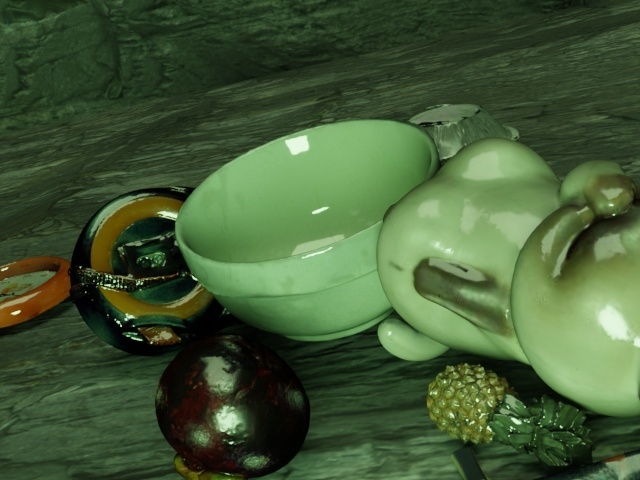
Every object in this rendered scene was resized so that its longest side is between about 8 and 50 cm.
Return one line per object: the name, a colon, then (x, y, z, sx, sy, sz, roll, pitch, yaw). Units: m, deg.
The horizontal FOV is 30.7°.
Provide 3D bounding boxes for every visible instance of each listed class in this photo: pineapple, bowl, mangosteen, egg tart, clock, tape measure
pineapple: (0.166, 0.157, 1.006, 0.074, 0.074, 0.159, -26, 27, -32)
bowl: (0.000, 0.000, 1.310, 0.307, 0.163, 0.307, -13, 28, 7)
mangosteen: (-0.086, 0.164, 1.078, 0.152, 0.153, 0.152, -13, 18, 4)
egg tart: (0.210, -0.167, 1.906, 0.234, 0.094, 0.234, -12, 16, 3)
clock: (-0.458, 0.082, 1.728, 0.205, 0.051, 0.205, -13, 19, 5)
tape measure: (-0.194, 0.036, 1.417, 0.222, 0.202, 0.135, -18, -15, -23)

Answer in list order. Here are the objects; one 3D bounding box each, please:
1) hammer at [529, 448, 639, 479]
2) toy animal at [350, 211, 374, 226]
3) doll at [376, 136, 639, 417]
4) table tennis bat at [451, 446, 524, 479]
hammer: (0.255, 0.164, 0.879, 0.289, 0.037, 0.137, -18, 52, 0)
toy animal: (0.070, -0.046, 1.564, 0.165, 0.149, 0.248, 9, 23, 35)
doll: (0.211, 0.030, 1.084, 0.215, 0.226, 0.370, -27, 22, -32)
table tennis bat: (0.135, 0.212, 0.942, 0.095, 0.014, 0.158, -16, 20, -3)
